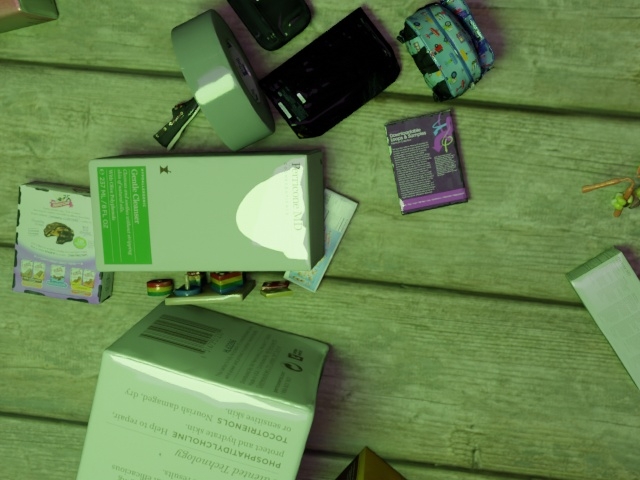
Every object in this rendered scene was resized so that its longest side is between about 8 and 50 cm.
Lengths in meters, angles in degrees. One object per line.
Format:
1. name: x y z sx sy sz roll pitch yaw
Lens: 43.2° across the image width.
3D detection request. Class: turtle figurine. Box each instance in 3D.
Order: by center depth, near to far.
1. turtle figurine: 0.567 -0.052 1.330 0.270 0.087 0.217 -16 106 -1

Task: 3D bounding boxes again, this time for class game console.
1. game console: -0.046 -0.362 1.347 0.213 0.044 0.361 -36 89 -1

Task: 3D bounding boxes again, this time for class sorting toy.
1. sorting toy: -0.181 0.073 1.399 0.275 0.132 0.046 -3 98 6

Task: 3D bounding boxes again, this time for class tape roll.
1. tape roll: -0.153 -0.256 1.296 0.072 0.219 0.219 -25 97 8

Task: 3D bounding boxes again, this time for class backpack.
1. backpack: 0.200 -0.305 1.276 0.117 0.173 0.158 -31 95 10

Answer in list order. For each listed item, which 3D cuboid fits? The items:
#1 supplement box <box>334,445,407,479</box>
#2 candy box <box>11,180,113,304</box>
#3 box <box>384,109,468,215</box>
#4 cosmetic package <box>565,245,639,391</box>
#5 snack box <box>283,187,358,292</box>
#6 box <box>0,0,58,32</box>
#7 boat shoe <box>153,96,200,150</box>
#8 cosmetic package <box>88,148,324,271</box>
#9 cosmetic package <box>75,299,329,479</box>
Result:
1. supplement box: 0.063 0.506 1.421 0.129 0.191 0.194 40 100 -2
2. candy box: -0.453 0.002 1.445 0.165 0.070 0.196 9 101 4
3. box: 0.180 -0.133 1.382 0.116 0.029 0.162 -11 100 6
4. cosmetic package: 0.525 0.136 1.379 0.099 0.060 0.239 -32 96 12
5. snack box: 0.000 0.000 1.425 0.064 0.022 0.178 26 101 2
6. box: -0.586 -0.409 1.346 0.232 0.148 0.126 -12 99 8
7. boat shoe: -0.239 -0.217 1.397 0.042 0.049 0.133 39 106 -10
8. cosmetic package: -0.182 -0.052 1.359 0.366 0.155 0.196 -2 98 11
9. cosmetic package: -0.197 0.356 1.351 0.328 0.329 0.393 15 102 2
